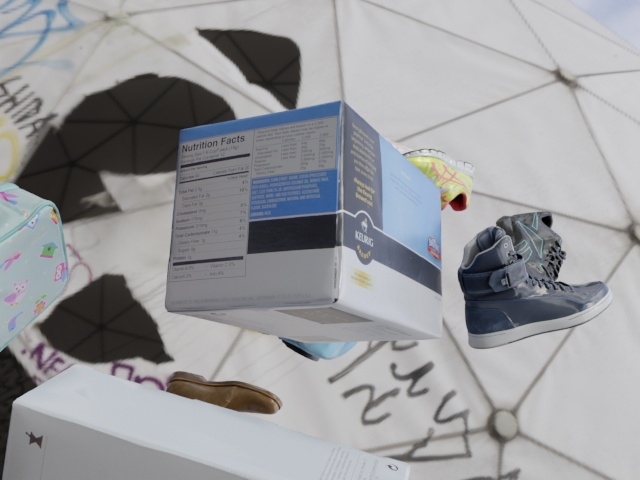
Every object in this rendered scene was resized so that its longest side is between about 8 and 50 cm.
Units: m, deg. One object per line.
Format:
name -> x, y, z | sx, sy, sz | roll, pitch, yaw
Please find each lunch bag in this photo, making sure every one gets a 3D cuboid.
lunch bag -> -0.491, 0.069, 1.030 | 0.108, 0.279, 0.224 | 27, -43, 15

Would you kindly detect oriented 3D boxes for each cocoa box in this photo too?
cocoa box -> 0.000, 0.000, 0.937 | 0.232, 0.347, 0.227 | -5, -105, 26

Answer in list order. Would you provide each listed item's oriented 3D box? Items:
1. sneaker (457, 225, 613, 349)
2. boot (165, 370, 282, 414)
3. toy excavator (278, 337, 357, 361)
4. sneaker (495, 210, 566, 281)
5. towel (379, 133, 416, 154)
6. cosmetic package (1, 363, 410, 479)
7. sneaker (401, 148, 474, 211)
sneaker -> 0.307, 0.049, 1.045 | 0.086, 0.226, 0.163 | -152, -133, -78
boot -> -0.249, 0.416, 1.821 | 0.305, 0.115, 0.112 | 5, -45, 12
toy excavator -> -0.035, 0.119, 1.414 | 0.222, 0.433, 0.445 | -60, -152, -2
sneaker -> 0.385, 0.031, 1.296 | 0.106, 0.267, 0.101 | -18, -53, 16
towel -> 0.065, -0.127, 1.621 | 0.317, 0.332, 0.053 | 26, -32, 23
cosmetic package -> -0.114, 0.318, 0.564 | 0.285, 0.097, 0.377 | 14, -79, 12
sneaker -> 0.197, -0.099, 1.259 | 0.081, 0.209, 0.094 | -13, -108, 52
